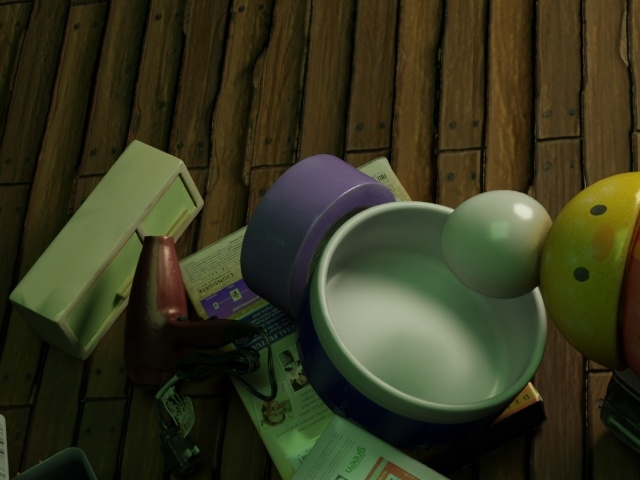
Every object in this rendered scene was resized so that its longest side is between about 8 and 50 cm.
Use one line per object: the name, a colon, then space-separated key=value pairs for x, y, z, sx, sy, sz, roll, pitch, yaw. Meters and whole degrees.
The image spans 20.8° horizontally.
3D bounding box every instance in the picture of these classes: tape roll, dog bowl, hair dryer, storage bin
tape roll: x=0.000 y=0.000 z=2.025 sx=0.080 sy=0.189 sz=0.189 roll=31 pitch=70 yaw=31
dog bowl: x=0.109 y=0.093 z=1.915 sx=0.264 sy=0.104 sz=0.265 roll=9 pitch=56 yaw=-14
hair dryer: x=-0.149 y=0.114 z=2.086 sx=0.223 sy=0.080 sz=0.293 roll=-46 pitch=58 yaw=27
storage bin: x=-0.315 y=0.315 z=2.038 sx=0.135 sy=0.091 sz=0.098 roll=-29 pitch=54 yaw=-6

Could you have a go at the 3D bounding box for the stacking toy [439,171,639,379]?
stacking toy: x=0.349 y=0.044 z=1.798 sx=0.479 sy=0.351 sz=0.351 roll=8 pitch=59 yaw=21

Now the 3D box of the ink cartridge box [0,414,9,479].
ink cartridge box: x=-0.457 y=0.396 z=1.996 sx=0.307 sy=0.072 sz=0.304 roll=-42 pitch=45 yaw=34

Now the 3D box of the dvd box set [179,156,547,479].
dvd box set: x=0.038 y=0.119 z=2.088 sx=0.307 sy=0.062 sz=0.420 roll=-28 pitch=53 yaw=-4

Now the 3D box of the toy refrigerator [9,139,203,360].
toy refrigerator: x=-0.267 y=0.013 z=2.224 sx=0.094 sy=0.102 sz=0.269 roll=23 pitch=65 yaw=28

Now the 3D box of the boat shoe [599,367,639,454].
boat shoe: x=0.438 y=0.237 z=1.866 sx=0.121 sy=0.119 sz=0.335 roll=-6 pitch=34 yaw=-38

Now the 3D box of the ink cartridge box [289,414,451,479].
ink cartridge box: x=0.050 y=0.387 z=1.803 sx=0.271 sy=0.130 sz=0.309 roll=28 pitch=72 yaw=24
